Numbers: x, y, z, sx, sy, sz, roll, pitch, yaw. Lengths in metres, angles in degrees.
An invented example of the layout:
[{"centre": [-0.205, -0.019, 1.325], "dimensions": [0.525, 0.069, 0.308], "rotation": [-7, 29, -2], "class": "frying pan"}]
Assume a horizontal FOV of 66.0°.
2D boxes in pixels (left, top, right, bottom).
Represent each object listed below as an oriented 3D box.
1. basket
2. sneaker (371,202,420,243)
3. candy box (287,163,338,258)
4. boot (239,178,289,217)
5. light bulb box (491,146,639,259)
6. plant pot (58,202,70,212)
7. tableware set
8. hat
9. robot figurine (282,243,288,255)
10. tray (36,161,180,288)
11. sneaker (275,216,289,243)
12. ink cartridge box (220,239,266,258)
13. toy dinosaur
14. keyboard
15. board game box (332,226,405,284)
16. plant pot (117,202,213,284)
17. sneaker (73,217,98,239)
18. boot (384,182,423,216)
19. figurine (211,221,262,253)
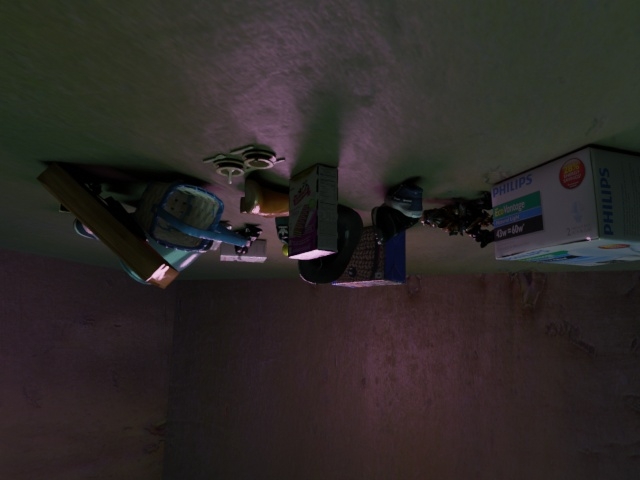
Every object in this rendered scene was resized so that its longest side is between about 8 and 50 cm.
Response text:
[{"centre": [-0.388, -0.062, 1.451], "dimensions": [0.289, 0.200, 0.255], "rotation": [31, -175, 29], "class": "basket"}, {"centre": [0.241, -0.074, 1.529], "dimensions": [0.124, 0.107, 0.283], "rotation": [-10, -164, 22], "class": "sneaker"}, {"centre": [-0.022, -0.074, 1.347], "dimensions": [0.071, 0.233, 0.159], "rotation": [8, 166, -31], "class": "candy box"}, {"centre": [-0.126, -0.124, 1.494], "dimensions": [0.212, 0.103, 0.295], "rotation": [-1, 175, -15], "class": "boot"}, {"centre": [0.720, -0.068, 1.317], "dimensions": [0.362, 0.225, 0.358], "rotation": [4, 169, -19], "class": "light bulb box"}, {"centre": [-0.793, -0.127, 1.580], "dimensions": [0.082, 0.081, 0.083], "rotation": [8, 177, -32], "class": "plant pot"}, {"centre": [-0.198, -0.190, 1.273], "dimensions": [0.194, 0.039, 0.128], "rotation": [-7, 166, 38], "class": "tableware set"}, {"centre": [0.000, 0.000, 1.767], "dimensions": [0.134, 0.331, 0.331], "rotation": [27, -174, 36], "class": "hat"}, {"centre": [-0.137, 0.046, 2.416], "dimensions": [0.115, 0.066, 0.101], "rotation": [9, 178, -34], "class": "robot figurine"}, {"centre": [-0.592, -0.032, 1.398], "dimensions": [0.411, 0.076, 0.203], "rotation": [41, 170, 4], "class": "tray"}, {"centre": [-0.107, -0.035, 1.849], "dimensions": [0.108, 0.120, 0.302], "rotation": [-1, 169, 14], "class": "sneaker"}, {"centre": [-0.378, 0.050, 2.394], "dimensions": [0.220, 0.092, 0.160], "rotation": [3, 169, -10], "class": "ink cartridge box"}, {"centre": [0.498, -0.079, 1.614], "dimensions": [0.322, 0.164, 0.218], "rotation": [-20, -171, -15], "class": "toy dinosaur"}, {"centre": [-0.604, -0.097, 1.466], "dimensions": [0.201, 0.033, 0.317], "rotation": [48, 167, -29], "class": "keyboard"}, {"centre": [0.203, 0.072, 2.080], "dimensions": [0.141, 0.231, 0.291], "rotation": [13, 164, -42], "class": "board game box"}, {"centre": [-0.529, -0.009, 1.728], "dimensions": [0.256, 0.271, 0.272], "rotation": [-19, 162, 22], "class": "plant pot"}, {"centre": [-0.796, -0.035, 1.956], "dimensions": [0.319, 0.112, 0.131], "rotation": [10, 169, -42], "class": "sneaker"}, {"centre": [0.251, -0.135, 1.465], "dimensions": [0.069, 0.085, 0.190], "rotation": [-5, -160, -20], "class": "boot"}, {"centre": [-0.374, -0.023, 2.077], "dimensions": [0.215, 0.092, 0.209], "rotation": [8, 160, -26], "class": "figurine"}]
